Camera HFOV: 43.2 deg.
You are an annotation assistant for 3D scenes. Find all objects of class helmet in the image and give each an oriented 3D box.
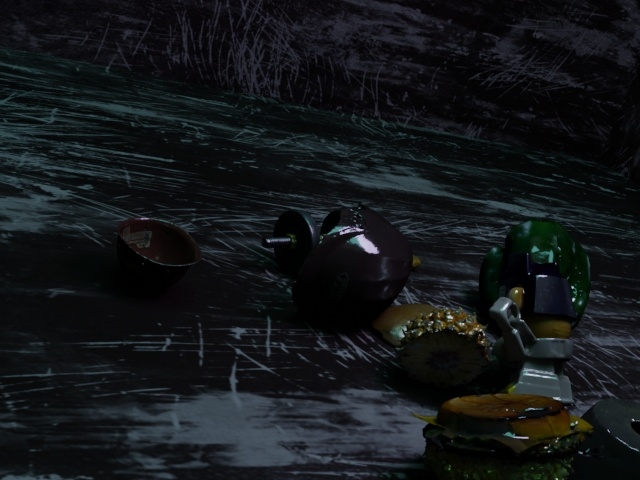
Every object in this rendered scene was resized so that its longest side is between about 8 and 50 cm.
[{"bbox_3d":[0.080,0.066,1.632,0.177,0.225,0.305,32,29,10],"label":"helmet"},{"bbox_3d":[-0.313,0.040,1.542,0.175,0.106,0.155,27,25,18],"label":"helmet"}]

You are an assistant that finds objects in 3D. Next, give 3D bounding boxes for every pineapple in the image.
[{"bbox_3d":[0.231,0.175,1.505,0.175,0.161,0.137,-20,34,22],"label":"pineapple"}]

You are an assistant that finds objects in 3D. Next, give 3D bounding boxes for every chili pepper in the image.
[{"bbox_3d":[0.491,0.096,1.828,0.233,0.249,0.257,24,36,-6],"label":"chili pepper"}]

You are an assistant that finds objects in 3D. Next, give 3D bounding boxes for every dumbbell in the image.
[{"bbox_3d":[0.000,0.000,1.824,0.325,0.143,0.143,-3,29,-42],"label":"dumbbell"}]

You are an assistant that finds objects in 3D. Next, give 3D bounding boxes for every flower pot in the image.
[{"bbox_3d":[0.479,0.359,1.274,0.268,0.166,0.269,16,20,-6],"label":"flower pot"}]

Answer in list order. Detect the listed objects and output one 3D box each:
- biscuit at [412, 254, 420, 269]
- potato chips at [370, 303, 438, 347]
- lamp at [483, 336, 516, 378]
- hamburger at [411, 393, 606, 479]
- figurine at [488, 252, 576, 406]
[{"bbox_3d":[0.138,0.027,2.004,0.174,0.039,0.183,-4,29,-45],"label":"biscuit"},{"bbox_3d":[0.191,0.169,1.685,0.150,0.049,0.201,26,29,36],"label":"potato chips"},{"bbox_3d":[0.349,0.239,1.592,0.163,0.091,0.091,-12,32,-26],"label":"lamp"},{"bbox_3d":[0.275,0.308,1.205,0.243,0.139,0.261,-1,-2,-38],"label":"hamburger"},{"bbox_3d":[0.395,0.167,1.484,0.143,0.309,0.308,1,16,19],"label":"figurine"}]
